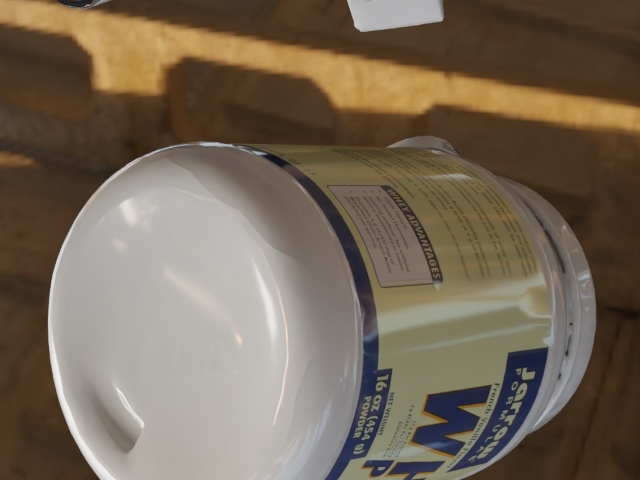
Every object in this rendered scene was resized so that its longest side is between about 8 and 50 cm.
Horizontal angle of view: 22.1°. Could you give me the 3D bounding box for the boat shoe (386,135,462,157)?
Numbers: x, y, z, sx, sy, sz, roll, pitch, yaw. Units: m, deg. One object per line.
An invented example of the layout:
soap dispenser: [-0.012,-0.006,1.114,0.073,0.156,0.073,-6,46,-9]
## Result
boat shoe: [0.000,0.000,1.329,0.258,0.095,0.084,-30,-154,20]

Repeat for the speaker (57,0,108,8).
speaker: [-0.098,-0.172,0.927,0.055,0.055,0.136,20,-152,24]

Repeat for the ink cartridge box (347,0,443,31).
ink cartridge box: [0.061,-0.315,1.498,0.086,0.148,0.203,-6,-116,10]

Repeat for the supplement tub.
supplement tub: [0.013,0.054,1.070,0.235,0.235,0.325,33,-158,34]
